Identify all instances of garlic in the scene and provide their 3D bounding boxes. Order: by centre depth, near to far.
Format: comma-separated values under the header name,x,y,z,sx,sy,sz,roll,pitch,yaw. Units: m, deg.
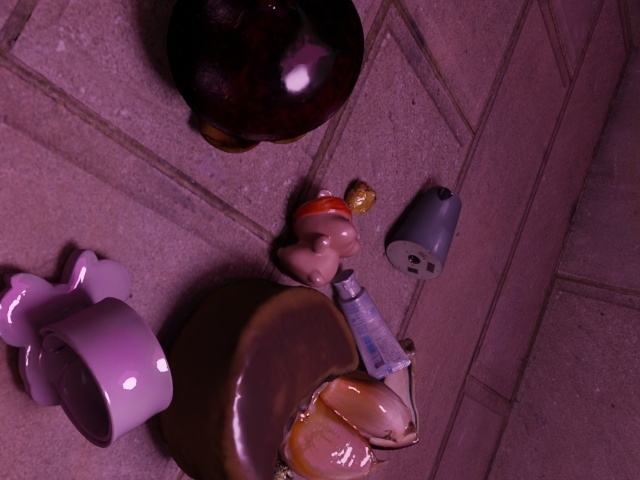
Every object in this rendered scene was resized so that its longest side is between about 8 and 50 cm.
name,x,y,z,sx,sy,sz,roll,pitch,yaw
garlic,0.047,0.414,1.428,0.313,0.249,0.286,36,45,-25

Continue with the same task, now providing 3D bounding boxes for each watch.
name,x,y,z,sx,sy,sz,roll,pitch,yaw
watch,-0.315,0.156,0.874,0.210,0.217,0.249,-28,124,-45

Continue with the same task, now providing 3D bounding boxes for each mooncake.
name,x,y,z,sx,sy,sz,roll,pitch,yaw
mooncake,-0.108,0.271,1.160,0.394,0.246,0.394,19,78,-54

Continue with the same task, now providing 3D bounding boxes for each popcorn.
name,x,y,z,sx,sy,sz,roll,pitch,yaw
popcorn,0.095,-0.111,1.465,0.084,0.084,0.084,-22,119,-47

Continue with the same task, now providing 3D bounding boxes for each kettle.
name,x,y,z,sx,sy,sz,roll,pitch,yaw
kettle,0.305,-0.014,1.709,0.243,0.159,0.211,-57,159,-32

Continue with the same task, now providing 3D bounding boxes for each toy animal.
name,x,y,z,sx,sy,sz,roll,pitch,yaw
toy animal,0.000,0.000,1.294,0.171,0.171,0.198,38,75,-51

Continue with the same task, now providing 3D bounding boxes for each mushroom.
name,x,y,z,sx,sy,sz,roll,pitch,yaw
mushroom,0.146,0.405,1.658,0.217,0.212,0.292,-6,114,-11

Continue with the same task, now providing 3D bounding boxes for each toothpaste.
name,x,y,z,sx,sy,sz,roll,pitch,yaw
toothpaste,0.117,0.212,1.508,0.113,0.073,0.299,-27,107,1

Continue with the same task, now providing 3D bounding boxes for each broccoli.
name,x,y,z,sx,sy,sz,roll,pitch,yaw
broccoli,-0.101,0.557,1.408,0.095,0.097,0.092,-7,85,-23

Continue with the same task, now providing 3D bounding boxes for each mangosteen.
name,x,y,z,sx,sy,sz,roll,pitch,yaw
mangosteen,-0.087,-0.285,0.979,0.307,0.306,0.347,-55,170,-25
